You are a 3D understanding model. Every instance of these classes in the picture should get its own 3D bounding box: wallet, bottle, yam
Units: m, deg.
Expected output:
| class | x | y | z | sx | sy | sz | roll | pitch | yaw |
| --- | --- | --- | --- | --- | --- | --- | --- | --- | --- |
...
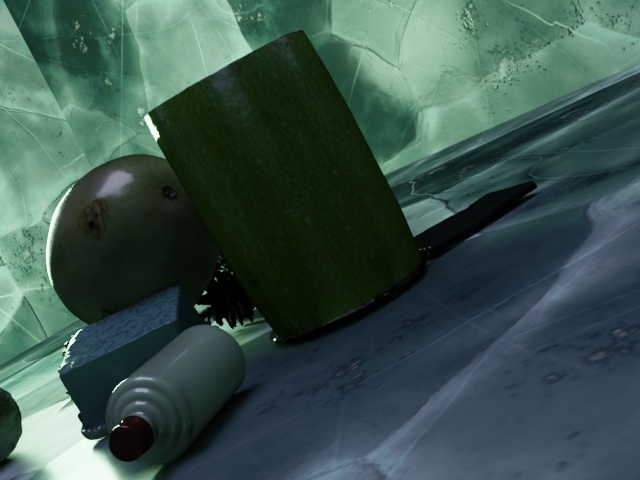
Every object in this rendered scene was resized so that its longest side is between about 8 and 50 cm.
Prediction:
| class | x | y | z | sx | sy | sz | roll | pitch | yaw |
| --- | --- | --- | --- | --- | --- | --- | --- | --- | --- |
| wallet | 0.225 | -0.028 | 1.468 | 0.244 | 0.025 | 0.124 | -29 | 6 | -29 |
| bottle | -0.168 | 0.178 | 1.046 | 0.104 | 0.104 | 0.245 | -25 | 6 | 19 |
| yam | -0.574 | 0.305 | 1.519 | 0.154 | 0.154 | 0.254 | -30 | 2 | -30 |

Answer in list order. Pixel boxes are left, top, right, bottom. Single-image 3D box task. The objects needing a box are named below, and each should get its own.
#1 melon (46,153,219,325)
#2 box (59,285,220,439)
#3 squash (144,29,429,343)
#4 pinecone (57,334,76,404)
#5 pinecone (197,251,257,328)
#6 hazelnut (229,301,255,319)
| class | x | y | z | sx | sy | sz | roll | pitch | yaw |
| --- | --- | --- | --- | --- | --- | --- | --- | --- | --- |
| melon | -0.300 | 0.019 | 1.487 | 0.268 | 0.268 | 0.330 | -33 | -11 | -46 |
| box | -0.257 | 0.174 | 1.338 | 0.226 | 0.130 | 0.162 | -27 | 21 | 5 |
| squash | -0.045 | -0.069 | 1.311 | 0.263 | 0.385 | 0.263 | -28 | 8 | 4 |
| pinecone | -0.357 | 0.212 | 1.507 | 0.121 | 0.140 | 0.140 | -60 | -4 | 17 |
| pinecone | -0.155 | 0.078 | 1.620 | 0.165 | 0.163 | 0.163 | -51 | 11 | -9 |
| hazelnut | -0.159 | 0.111 | 1.733 | 0.086 | 0.086 | 0.086 | -27 | 6 | 3 |
